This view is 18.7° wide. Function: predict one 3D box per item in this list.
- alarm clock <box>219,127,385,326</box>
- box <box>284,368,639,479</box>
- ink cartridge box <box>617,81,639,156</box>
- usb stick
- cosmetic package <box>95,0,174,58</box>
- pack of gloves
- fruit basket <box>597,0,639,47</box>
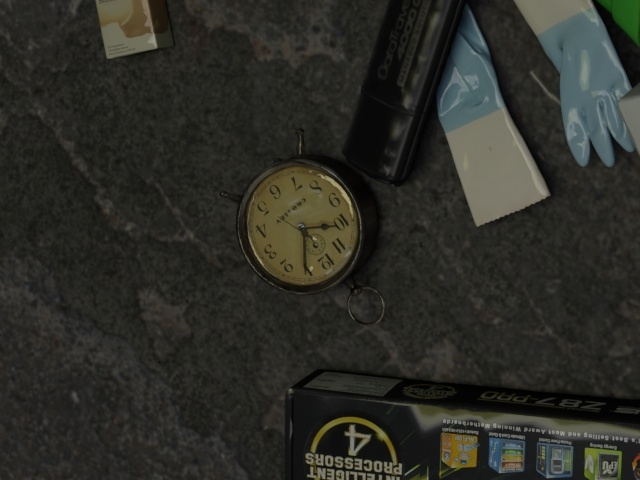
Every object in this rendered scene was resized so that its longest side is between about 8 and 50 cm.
[{"bbox_3d":[0.000,0.000,1.842,0.129,0.064,0.192,-37,82,21],"label":"alarm clock"},{"bbox_3d":[0.161,0.297,1.808,0.395,0.097,0.318,5,102,20],"label":"box"},{"bbox_3d":[0.415,-0.153,1.549,0.332,0.165,0.065,-15,105,45],"label":"ink cartridge box"},{"bbox_3d":[0.087,-0.184,1.775,0.077,0.045,0.278,31,114,33],"label":"usb stick"},{"bbox_3d":[-0.186,-0.238,1.889,0.060,0.041,0.115,-11,94,22],"label":"cosmetic package"},{"bbox_3d":[0.187,-0.155,1.771,0.195,0.046,0.232,-24,86,33],"label":"pack of gloves"},{"bbox_3d":[0.322,-0.322,1.484,0.392,0.283,0.392,35,148,25],"label":"fruit basket"}]
